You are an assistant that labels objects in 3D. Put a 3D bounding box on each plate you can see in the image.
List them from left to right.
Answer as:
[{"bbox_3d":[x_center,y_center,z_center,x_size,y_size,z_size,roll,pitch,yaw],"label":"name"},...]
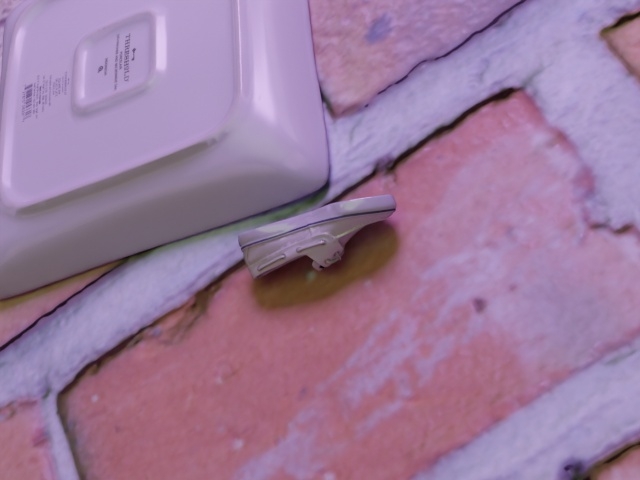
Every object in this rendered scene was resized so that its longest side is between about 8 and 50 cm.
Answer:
[{"bbox_3d":[-0.136,-0.119,0.684,0.278,0.045,0.277,-18,58,20],"label":"plate"}]

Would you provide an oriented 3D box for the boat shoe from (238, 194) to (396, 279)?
[{"bbox_3d":[0.000,0.000,0.559,0.100,0.035,0.035,-17,85,15],"label":"boat shoe"}]
